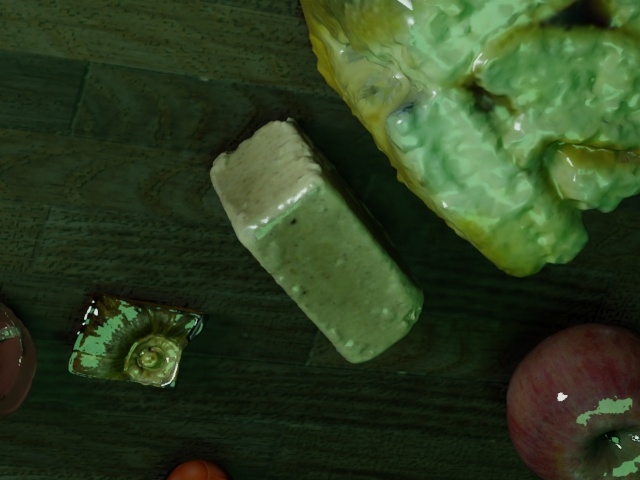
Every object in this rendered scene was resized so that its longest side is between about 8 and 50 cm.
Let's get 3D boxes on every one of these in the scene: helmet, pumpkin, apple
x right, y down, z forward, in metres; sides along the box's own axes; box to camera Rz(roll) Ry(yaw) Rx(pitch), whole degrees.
[{"bbox_3d":[-0.277,0.087,1.517,0.111,0.057,0.089,41,61,-40],"label":"helmet"},{"bbox_3d":[-0.148,0.077,1.573,0.101,0.035,0.073,15,106,-23],"label":"pumpkin"},{"bbox_3d":[0.233,0.140,1.691,0.153,0.120,0.153,-6,126,-8],"label":"apple"}]

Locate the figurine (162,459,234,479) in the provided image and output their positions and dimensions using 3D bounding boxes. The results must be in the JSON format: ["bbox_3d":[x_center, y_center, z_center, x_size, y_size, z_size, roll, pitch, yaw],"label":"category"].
[{"bbox_3d":[-0.124,0.239,1.663,0.068,0.075,0.140,32,111,-32],"label":"figurine"}]

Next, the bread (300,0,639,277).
[{"bbox_3d":[0.172,-0.204,1.360,0.395,0.239,0.264,-40,126,7],"label":"bread"}]

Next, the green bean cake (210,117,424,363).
[{"bbox_3d":[0.000,0.000,1.521,0.085,0.109,0.179,-36,127,6],"label":"green bean cake"}]
